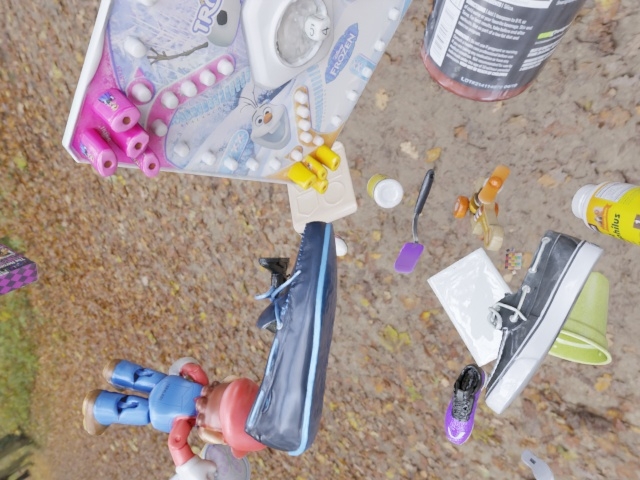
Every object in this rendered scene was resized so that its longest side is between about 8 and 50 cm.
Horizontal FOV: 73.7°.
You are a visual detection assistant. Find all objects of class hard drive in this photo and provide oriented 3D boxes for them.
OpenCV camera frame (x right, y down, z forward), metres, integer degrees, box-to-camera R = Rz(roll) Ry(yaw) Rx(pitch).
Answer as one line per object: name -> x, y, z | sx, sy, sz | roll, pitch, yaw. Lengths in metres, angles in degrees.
hard drive -> 0.501, 0.205, 1.332 | 0.203, 0.040, 0.307 | -36, 67, 21

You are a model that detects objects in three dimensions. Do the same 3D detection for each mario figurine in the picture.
mario figurine -> -0.237, 0.317, 0.761 | 0.321, 0.198, 0.170 | 10, 166, 6

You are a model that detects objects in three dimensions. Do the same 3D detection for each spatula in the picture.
spatula -> 0.265, -0.050, 1.171 | 0.030, 0.084, 0.296 | 22, 102, 54

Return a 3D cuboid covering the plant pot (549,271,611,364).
plant pot -> 0.811, 0.227, 1.390 | 0.276, 0.253, 0.276 | 24, 162, 8

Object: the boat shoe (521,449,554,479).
boat shoe -> 0.605, 0.627, 1.175 | 0.040, 0.142, 0.049 | 40, 92, -2

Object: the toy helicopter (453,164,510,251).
toy helicopter -> 0.559, -0.101, 1.415 | 0.140, 0.355, 0.235 | 12, 127, 1

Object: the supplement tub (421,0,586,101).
supplement tub -> 0.141, -0.199, 0.290 | 0.106, 0.106, 0.198 | 43, 160, 16

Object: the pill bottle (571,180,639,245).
pill bottle -> 0.653, -0.060, 0.908 | 0.215, 0.117, 0.117 | -130, 27, -67

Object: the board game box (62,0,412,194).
board game box -> -0.021, -0.228, 0.466 | 0.050, 0.390, 0.390 | 41, 113, 25

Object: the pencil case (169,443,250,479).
pencil case -> -0.258, 0.505, 0.835 | 0.273, 0.124, 0.113 | -46, 78, 17

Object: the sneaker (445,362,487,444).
sneaker -> 0.510, 0.576, 1.538 | 0.102, 0.293, 0.146 | 13, 160, 33

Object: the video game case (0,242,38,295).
video game case -> -0.602, 0.055, 0.634 | 0.210, 0.232, 0.041 | 20, 119, 18

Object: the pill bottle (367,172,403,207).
pill bottle -> 0.224, -0.185, 1.533 | 0.184, 0.103, 0.103 | -108, 5, -71

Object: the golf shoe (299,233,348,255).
golf shoe -> 0.000, 0.000, 1.375 | 0.186, 0.086, 0.067 | 29, 112, 16

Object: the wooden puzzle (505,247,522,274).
wooden puzzle -> 0.582, 0.062, 1.288 | 0.049, 0.006, 0.083 | -8, 68, 53

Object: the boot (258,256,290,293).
boot -> -0.105, 0.088, 0.993 | 0.045, 0.121, 0.099 | 1, 87, 23

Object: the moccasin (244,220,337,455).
moccasin -> -0.047, 0.128, 0.635 | 0.117, 0.341, 0.137 | 4, 159, 14

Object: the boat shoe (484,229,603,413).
boat shoe -> 0.328, 0.122, 0.687 | 0.105, 0.113, 0.306 | 29, 91, 33

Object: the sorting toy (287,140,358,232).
sorting toy -> 0.000, -0.143, 1.165 | 0.193, 0.038, 0.208 | -21, 69, 24
